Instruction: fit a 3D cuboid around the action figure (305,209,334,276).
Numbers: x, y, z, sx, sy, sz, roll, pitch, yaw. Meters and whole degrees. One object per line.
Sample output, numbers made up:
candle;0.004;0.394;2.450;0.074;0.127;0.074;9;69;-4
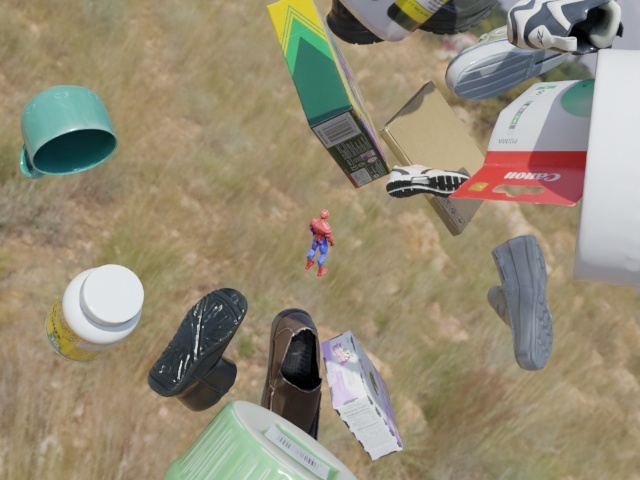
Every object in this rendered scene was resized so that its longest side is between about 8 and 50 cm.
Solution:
action figure;0.000;0.000;1.158;0.038;0.115;0.030;34;53;22

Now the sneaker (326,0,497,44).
sneaker;0.151;-0.381;1.254;0.286;0.130;0.109;-16;55;-14

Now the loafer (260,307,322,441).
loafer;-0.063;0.342;1.886;0.134;0.365;0.130;-3;4;-15

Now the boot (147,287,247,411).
boot;-0.210;0.216;1.616;0.094;0.246;0.207;36;-7;22

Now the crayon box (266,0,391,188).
crayon box;0.025;-0.326;1.851;0.363;0.106;0.313;45;24;-66

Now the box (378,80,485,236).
box;0.190;-0.131;1.299;0.201;0.021;0.164;53;47;-12

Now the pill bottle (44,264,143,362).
pill bottle;-0.341;0.109;1.266;0.118;0.208;0.117;11;66;-26

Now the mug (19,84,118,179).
mug;-0.394;-0.167;1.248;0.129;0.158;0.097;90;-21;-71

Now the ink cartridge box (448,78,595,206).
ink cartridge box;0.278;-0.124;0.997;0.181;0.225;0.056;7;-53;49

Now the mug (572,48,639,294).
mug;0.477;-0.038;0.980;0.328;0.374;0.276;6;47;17

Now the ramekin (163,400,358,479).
ramekin;-0.071;0.378;1.263;0.303;0.148;0.303;35;0;0

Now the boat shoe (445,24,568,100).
boat shoe;0.326;-0.331;1.494;0.302;0.109;0.094;-21;54;-32

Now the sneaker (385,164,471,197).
sneaker;0.139;-0.081;1.063;0.109;0.040;0.043;2;43;7

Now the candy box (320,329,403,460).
candy box;0.079;0.299;1.606;0.164;0.070;0.196;-103;165;-49

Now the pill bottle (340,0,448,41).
pill bottle;0.151;-0.399;0.938;0.188;0.334;0.188;41;25;-24

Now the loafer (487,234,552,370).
loafer;0.380;0.121;1.603;0.112;0.111;0.319;59;28;-34

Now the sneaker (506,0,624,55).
sneaker;0.406;-0.334;1.214;0.235;0.094;0.153;-25;39;-22
